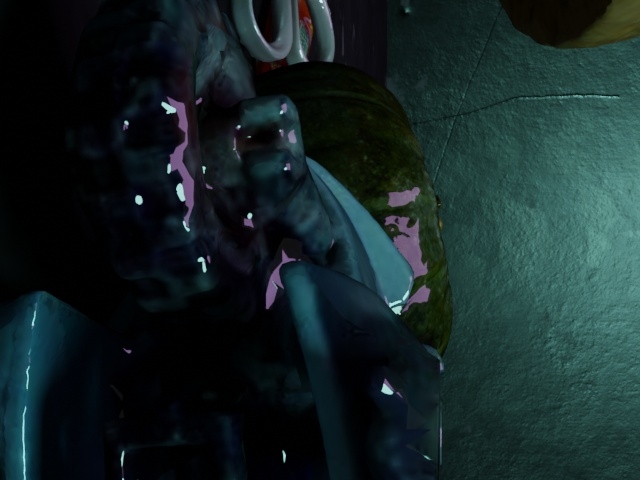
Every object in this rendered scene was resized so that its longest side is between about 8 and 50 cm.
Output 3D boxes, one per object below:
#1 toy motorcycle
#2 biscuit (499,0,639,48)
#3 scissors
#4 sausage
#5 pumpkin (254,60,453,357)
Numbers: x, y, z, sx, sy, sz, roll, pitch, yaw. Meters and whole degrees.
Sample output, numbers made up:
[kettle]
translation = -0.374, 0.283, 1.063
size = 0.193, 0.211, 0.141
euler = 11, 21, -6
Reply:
[toy motorcycle]
translation = -0.020, 0.112, 0.437
size = 0.232, 0.172, 0.416
euler = 25, 57, -75
[biscuit]
translation = 0.109, -0.323, 0.620
size = 0.350, 0.078, 0.455
euler = 110, -34, -68
[scissors]
translation = -0.032, -0.246, 0.816
size = 0.118, 0.030, 0.242
euler = 8, 77, -59
[sausage]
translation = -0.027, -0.166, 0.875
size = 0.050, 0.048, 0.145
euler = -44, -154, 41
[pumpkin]
translation = 0.000, 0.000, 0.672
size = 0.223, 0.157, 0.224
euler = 166, -90, -88
